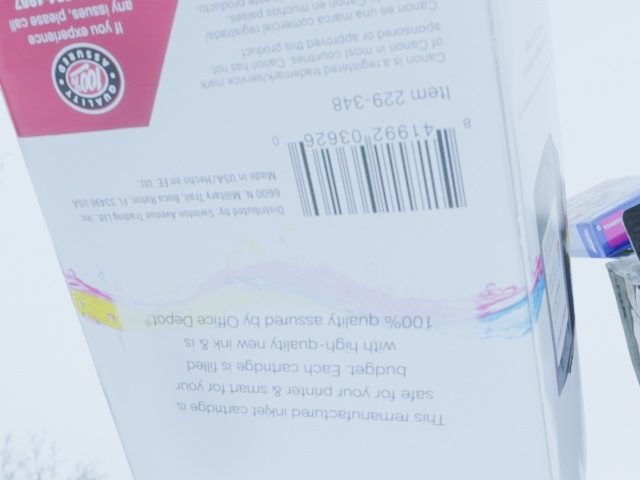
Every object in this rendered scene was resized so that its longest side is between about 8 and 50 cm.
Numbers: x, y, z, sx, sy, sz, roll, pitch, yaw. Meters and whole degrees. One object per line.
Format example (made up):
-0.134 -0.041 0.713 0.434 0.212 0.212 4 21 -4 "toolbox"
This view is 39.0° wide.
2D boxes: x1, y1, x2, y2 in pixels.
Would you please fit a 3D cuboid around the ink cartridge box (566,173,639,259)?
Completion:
0.416 -0.037 1.271 0.185 0.065 0.311 -26 6 -9 "ink cartridge box"

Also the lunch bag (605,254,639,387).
0.446 0.129 0.886 0.235 0.287 0.169 -18 7 -1 "lunch bag"

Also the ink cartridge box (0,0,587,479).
0.000 0.000 0.434 0.226 0.131 0.306 -1 -63 23 "ink cartridge box"

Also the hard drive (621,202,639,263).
0.259 0.040 0.639 0.022 0.094 0.135 -30 -38 25 "hard drive"
